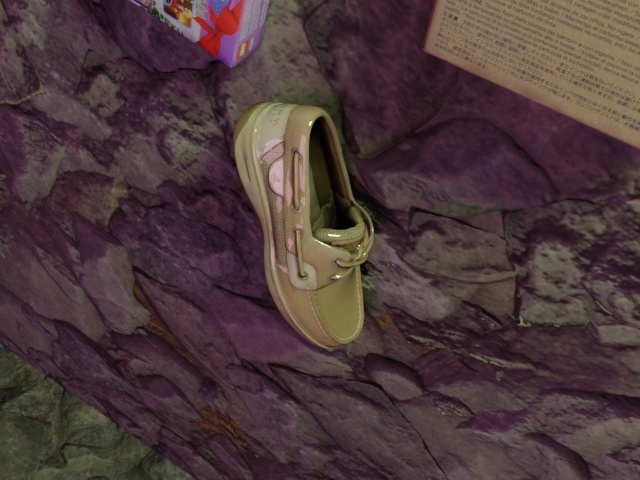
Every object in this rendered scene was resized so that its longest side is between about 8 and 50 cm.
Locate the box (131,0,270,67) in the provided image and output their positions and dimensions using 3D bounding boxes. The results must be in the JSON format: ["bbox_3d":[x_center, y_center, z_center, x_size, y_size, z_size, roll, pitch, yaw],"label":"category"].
[{"bbox_3d":[-0.126,-0.335,0.691,0.201,0.057,0.293,35,143,9],"label":"box"}]

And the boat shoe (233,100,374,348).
[{"bbox_3d":[0.000,0.000,0.867,0.110,0.122,0.341,8,131,37],"label":"boat shoe"}]

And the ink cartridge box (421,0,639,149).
[{"bbox_3d":[0.210,-0.186,0.520,0.234,0.088,0.193,30,141,16],"label":"ink cartridge box"}]
